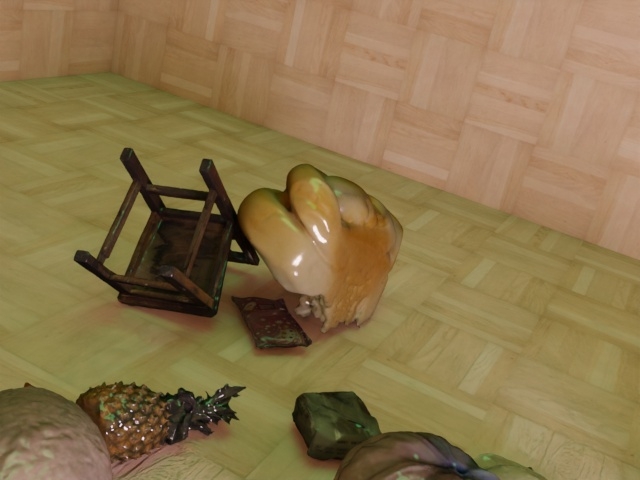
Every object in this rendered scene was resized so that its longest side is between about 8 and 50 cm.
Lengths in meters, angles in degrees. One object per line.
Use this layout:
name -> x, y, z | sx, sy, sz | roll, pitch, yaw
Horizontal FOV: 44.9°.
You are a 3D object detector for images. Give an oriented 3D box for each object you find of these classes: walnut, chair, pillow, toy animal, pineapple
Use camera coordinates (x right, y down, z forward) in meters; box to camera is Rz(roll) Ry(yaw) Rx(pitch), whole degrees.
walnut -> 0.111, 0.355, 0.918 | 0.248, 0.249, 0.248 | 12, 22, -5
chair -> -0.274, 0.039, 1.518 | 0.203, 0.416, 0.241 | 7, 64, 13
pillow -> -0.098, 0.161, 1.514 | 0.118, 0.043, 0.185 | 1, 28, -22
toy animal -> -0.354, 0.279, 0.876 | 0.226, 0.188, 0.358 | 9, 21, -25
pineapple -> -0.230, 0.254, 1.134 | 0.251, 0.125, 0.125 | 0, 25, -43

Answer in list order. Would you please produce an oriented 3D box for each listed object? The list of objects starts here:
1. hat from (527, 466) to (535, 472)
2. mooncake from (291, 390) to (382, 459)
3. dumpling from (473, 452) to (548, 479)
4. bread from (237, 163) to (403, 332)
hat -> 0.314, 0.377, 1.196 | 0.145, 0.067, 0.146 | 12, 22, -5
mooncake -> 0.024, 0.293, 1.222 | 0.125, 0.073, 0.130 | 9, 23, -20
dumpling -> 0.294, 0.375, 1.096 | 0.251, 0.132, 0.179 | 6, 19, -3
bread -> 0.022, 0.007, 1.580 | 0.424, 0.245, 0.329 | 26, 36, -59
